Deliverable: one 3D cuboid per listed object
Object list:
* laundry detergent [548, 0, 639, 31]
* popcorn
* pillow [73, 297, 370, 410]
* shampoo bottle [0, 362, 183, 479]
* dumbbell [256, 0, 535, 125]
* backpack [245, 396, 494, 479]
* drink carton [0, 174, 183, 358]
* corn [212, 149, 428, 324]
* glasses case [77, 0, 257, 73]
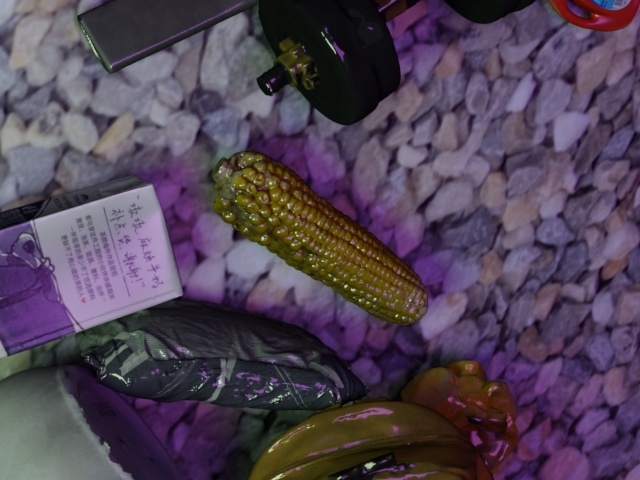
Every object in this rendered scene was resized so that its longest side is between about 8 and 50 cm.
[{"bbox_3d":[0.319,-0.317,1.489,0.165,0.049,0.097,7,101,-20],"label":"laundry detergent"},{"bbox_3d":[0.175,0.229,1.492,0.149,0.152,0.167,-26,100,5],"label":"popcorn"},{"bbox_3d":[-0.108,0.135,1.342,0.335,0.161,0.092,10,112,-24],"label":"pillow"},{"bbox_3d":[-0.295,0.286,1.235,0.266,0.273,0.273,-39,112,-1],"label":"shampoo bottle"},{"bbox_3d":[0.092,-0.275,1.329,0.388,0.185,0.185,-36,111,-13],"label":"dumbbell"},{"bbox_3d":[0.045,0.362,1.352,0.354,0.201,0.378,-19,123,-12],"label":"backpack"},{"bbox_3d":[-0.273,0.024,1.286,0.222,0.102,0.134,-19,105,-18],"label":"drink carton"},{"bbox_3d":[0.000,0.000,1.396,0.320,0.097,0.097,36,86,-26],"label":"corn"},{"bbox_3d":[-0.165,-0.252,1.307,0.191,0.042,0.072,-28,100,-15],"label":"glasses case"}]
